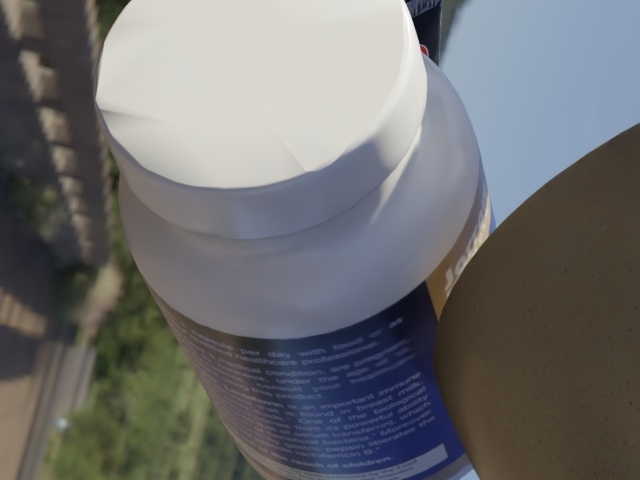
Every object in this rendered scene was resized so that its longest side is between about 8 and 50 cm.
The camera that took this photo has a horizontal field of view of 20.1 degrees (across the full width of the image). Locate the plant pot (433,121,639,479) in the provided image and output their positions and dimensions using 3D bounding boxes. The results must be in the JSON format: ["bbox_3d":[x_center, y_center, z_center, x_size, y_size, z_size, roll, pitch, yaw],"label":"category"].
[{"bbox_3d":[0.203,0.089,0.680,0.284,0.284,0.191,108,-27,-50],"label":"plant pot"}]

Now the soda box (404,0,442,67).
[{"bbox_3d":[0.043,-0.107,1.227,0.053,0.060,0.169,-27,136,-30],"label":"soda box"}]

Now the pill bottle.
[{"bbox_3d":[0.000,0.000,0.783,0.264,0.153,0.153,68,30,-56],"label":"pill bottle"}]
